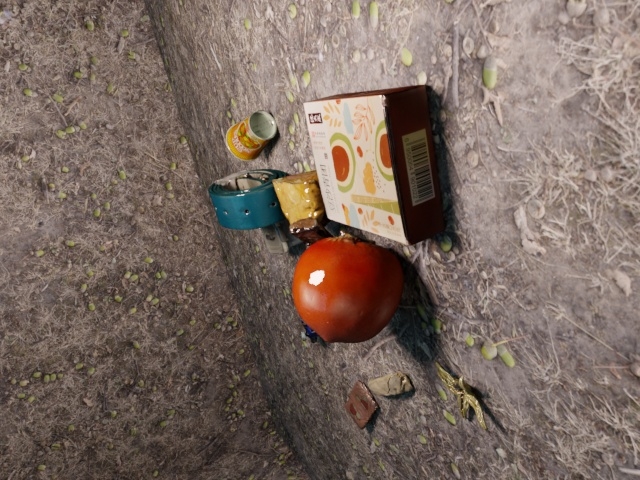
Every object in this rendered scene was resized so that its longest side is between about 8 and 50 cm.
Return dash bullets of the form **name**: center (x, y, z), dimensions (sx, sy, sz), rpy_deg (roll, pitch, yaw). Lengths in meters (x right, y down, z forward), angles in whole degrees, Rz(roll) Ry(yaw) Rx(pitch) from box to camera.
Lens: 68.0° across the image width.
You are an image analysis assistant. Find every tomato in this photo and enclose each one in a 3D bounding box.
- **tomato**: center (0.076, 0.140, 1.356), dimensions (0.321, 0.321, 0.322), rpy_deg (47, 148, 41)

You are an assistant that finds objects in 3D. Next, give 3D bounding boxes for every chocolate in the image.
- **chocolate**: center (0.003, -0.006, 1.509), dimensions (0.329, 0.102, 0.065), rpy_deg (38, -132, -64)

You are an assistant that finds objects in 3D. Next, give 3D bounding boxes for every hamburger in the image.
- **hamburger**: center (-0.033, -0.126, 1.570), dimensions (0.329, 0.162, 0.209), rpy_deg (11, 122, 60)

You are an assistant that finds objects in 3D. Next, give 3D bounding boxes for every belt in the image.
- **belt**: center (-0.276, -0.173, 1.877), dimensions (0.436, 0.300, 0.173), rpy_deg (25, 131, 63)

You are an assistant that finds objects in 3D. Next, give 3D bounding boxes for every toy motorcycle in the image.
- **toy motorcycle**: center (-0.045, 0.340, 2.061), dimensions (0.315, 0.113, 0.169), rpy_deg (99, 154, -63)

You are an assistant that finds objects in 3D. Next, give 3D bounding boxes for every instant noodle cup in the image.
- **instant noodle cup**: center (-0.257, -0.414, 1.841), dimensions (0.185, 0.168, 0.169), rpy_deg (-18, 93, 57)

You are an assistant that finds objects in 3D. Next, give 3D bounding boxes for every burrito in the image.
- **burrito**: center (0.230, 0.501, 1.653), dimensions (0.082, 0.059, 0.275), rpy_deg (51, 155, 5)

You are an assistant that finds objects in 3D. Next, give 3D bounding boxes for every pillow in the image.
- **pillow**: center (0.169, 0.676, 1.948), dimensions (0.135, 0.049, 0.248), rpy_deg (53, 148, 31)

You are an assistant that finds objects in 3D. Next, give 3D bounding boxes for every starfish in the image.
- **starfish**: center (0.378, 0.412, 1.269), dimensions (0.223, 0.050, 0.217), rpy_deg (-122, 17, -51)

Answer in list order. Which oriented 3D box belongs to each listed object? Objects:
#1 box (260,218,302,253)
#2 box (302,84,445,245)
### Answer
- **box**: center (-0.166, -0.035, 1.974), dimensions (0.227, 0.129, 0.162), rpy_deg (-5, 106, 67)
- **box**: center (0.125, -0.199, 1.213), dimensions (0.385, 0.122, 0.345), rpy_deg (24, 131, 59)
